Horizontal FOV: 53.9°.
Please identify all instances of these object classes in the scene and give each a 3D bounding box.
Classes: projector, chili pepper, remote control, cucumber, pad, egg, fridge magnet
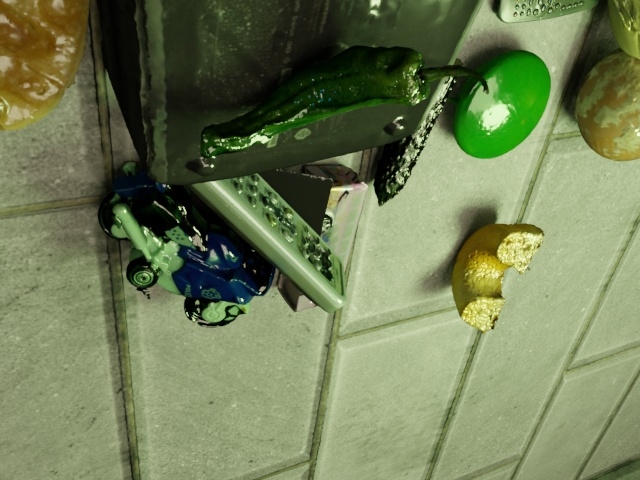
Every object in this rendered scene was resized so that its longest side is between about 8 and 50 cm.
[{"bbox_3d":[-0.037,-0.277,0.713,0.406,0.242,0.395,-15,154,-21],"label":"projector"},{"bbox_3d":[0.016,-0.145,0.621,0.279,0.122,0.065,-15,125,16],"label":"chili pepper"},{"bbox_3d":[-0.081,-0.022,0.950,0.066,0.128,0.335,-35,118,18],"label":"remote control"},{"bbox_3d":[0.155,-0.191,1.093,0.072,0.072,0.300,2,125,-33],"label":"cucumber"},{"bbox_3d":[-0.123,-0.052,1.010,0.265,0.009,0.159,8,123,-9],"label":"pad"},{"bbox_3d":[0.600,-0.260,1.219,0.204,0.203,0.245,-25,141,-13],"label":"egg"},{"bbox_3d":[0.325,-0.245,1.140,0.208,0.088,0.207,-17,133,-20],"label":"fridge magnet"},{"bbox_3d":[0.394,-0.419,1.077,0.222,0.042,0.072,-15,129,-20],"label":"remote control"}]

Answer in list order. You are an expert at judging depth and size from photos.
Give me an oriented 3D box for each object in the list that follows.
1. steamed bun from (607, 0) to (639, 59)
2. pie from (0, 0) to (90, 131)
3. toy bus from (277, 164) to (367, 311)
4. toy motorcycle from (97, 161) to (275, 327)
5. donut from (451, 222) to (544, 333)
[{"bbox_3d":[0.579,-0.456,1.070,0.232,0.166,0.272,47,64,-39],"label":"steamed bun"},{"bbox_3d":[-0.419,-0.256,0.686,0.340,0.083,0.339,-17,134,-19],"label":"pie"},{"bbox_3d":[0.000,0.000,1.138,0.112,0.090,0.273,-9,130,-31],"label":"toy bus"},{"bbox_3d":[-0.190,0.016,0.977,0.196,0.125,0.331,-24,129,12],"label":"toy motorcycle"},{"bbox_3d":[0.362,0.057,1.372,0.101,0.152,0.258,12,113,-20],"label":"donut"}]
